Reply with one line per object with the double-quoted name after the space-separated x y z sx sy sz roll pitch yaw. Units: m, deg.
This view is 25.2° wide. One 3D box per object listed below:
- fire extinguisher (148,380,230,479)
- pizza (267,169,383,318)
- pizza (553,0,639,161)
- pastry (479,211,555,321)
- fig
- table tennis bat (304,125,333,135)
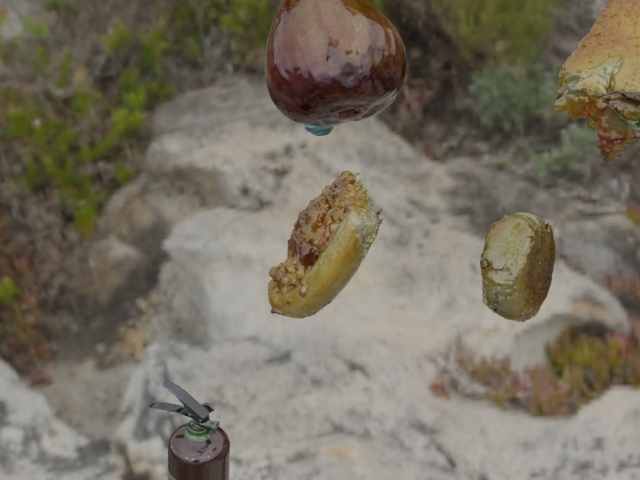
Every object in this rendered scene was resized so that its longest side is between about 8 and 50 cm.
-0.149 0.261 1.608 0.099 0.231 0.071 16 34 22 "fire extinguisher"
0.000 0.000 2.062 0.086 0.335 0.226 22 65 -13 "pizza"
0.318 -0.157 1.312 0.229 0.081 0.289 -22 51 -3 "pizza"
0.265 0.035 1.914 0.081 0.153 0.153 5 39 21 "pastry"
0.003 -0.135 0.894 0.089 0.089 0.125 -15 74 -4 "fig"
0.007 -0.229 1.969 0.153 0.040 0.244 -10 40 14 "table tennis bat"
